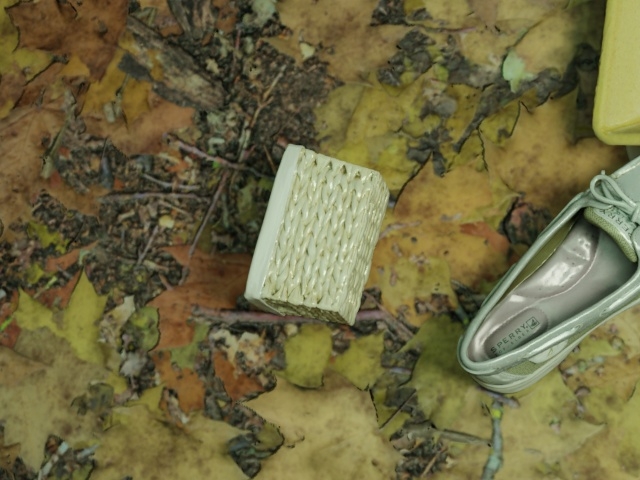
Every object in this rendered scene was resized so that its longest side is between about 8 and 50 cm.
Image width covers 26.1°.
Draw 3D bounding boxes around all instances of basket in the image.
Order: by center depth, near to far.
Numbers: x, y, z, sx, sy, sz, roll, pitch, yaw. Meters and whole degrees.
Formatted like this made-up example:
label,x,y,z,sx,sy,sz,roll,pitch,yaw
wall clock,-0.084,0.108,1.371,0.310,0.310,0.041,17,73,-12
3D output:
label,x,y,z,sx,sy,sz,roll,pitch,yaw
basket,0.000,0.000,1.426,0.103,0.113,0.167,14,81,13

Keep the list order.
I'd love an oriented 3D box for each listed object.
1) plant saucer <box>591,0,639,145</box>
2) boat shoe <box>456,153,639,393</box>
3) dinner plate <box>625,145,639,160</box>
label,x,y,z,sx,sy,sz,roll,pitch,yaw
plant saucer,0.444,-0.243,1.322,0.333,0.081,0.332,3,81,34
boat shoe,0.262,0.023,1.356,0.320,0.103,0.118,-41,71,3
dinner plate,0.381,-0.108,1.402,0.141,0.017,0.141,-3,78,15
